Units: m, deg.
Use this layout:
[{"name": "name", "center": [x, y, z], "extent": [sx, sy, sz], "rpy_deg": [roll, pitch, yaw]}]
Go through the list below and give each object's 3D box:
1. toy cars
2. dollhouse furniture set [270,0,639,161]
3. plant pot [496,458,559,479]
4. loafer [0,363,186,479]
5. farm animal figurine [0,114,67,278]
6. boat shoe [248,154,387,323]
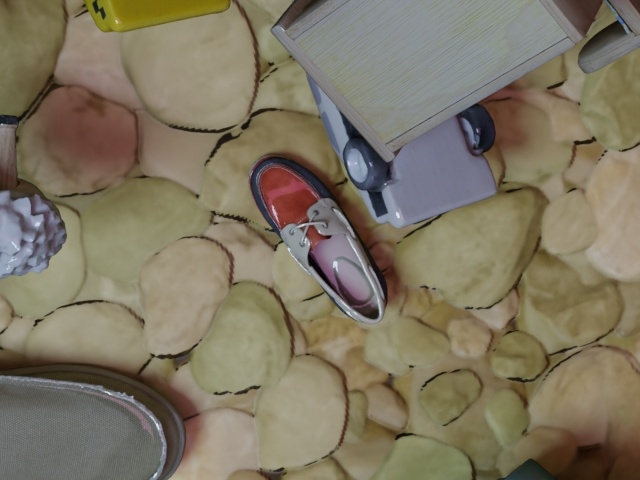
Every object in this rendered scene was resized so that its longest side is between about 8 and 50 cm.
[{"name": "toy cars", "center": [-0.046, -0.155, 0.925], "extent": [0.393, 0.087, 0.176], "rpy_deg": [34, 66, -15]}, {"name": "dollhouse furniture set", "center": [0.102, -0.184, 0.890], "extent": [0.212, 0.242, 0.161], "rpy_deg": [48, 134, -14]}, {"name": "plant pot", "center": [0.137, 0.274, 0.977], "extent": [0.293, 0.293, 0.196], "rpy_deg": [-42, 77, 6]}, {"name": "loafer", "center": [-0.225, 0.136, 0.982], "extent": [0.268, 0.092, 0.102], "rpy_deg": [6, 104, -7]}, {"name": "farm animal figurine", "center": [-0.359, 0.029, 0.851], "extent": [0.326, 0.330, 0.172], "rpy_deg": [1, 82, -42]}, {"name": "boat shoe", "center": [0.000, 0.000, 0.994], "extent": [0.049, 0.043, 0.137], "rpy_deg": [-35, 104, 6]}]
